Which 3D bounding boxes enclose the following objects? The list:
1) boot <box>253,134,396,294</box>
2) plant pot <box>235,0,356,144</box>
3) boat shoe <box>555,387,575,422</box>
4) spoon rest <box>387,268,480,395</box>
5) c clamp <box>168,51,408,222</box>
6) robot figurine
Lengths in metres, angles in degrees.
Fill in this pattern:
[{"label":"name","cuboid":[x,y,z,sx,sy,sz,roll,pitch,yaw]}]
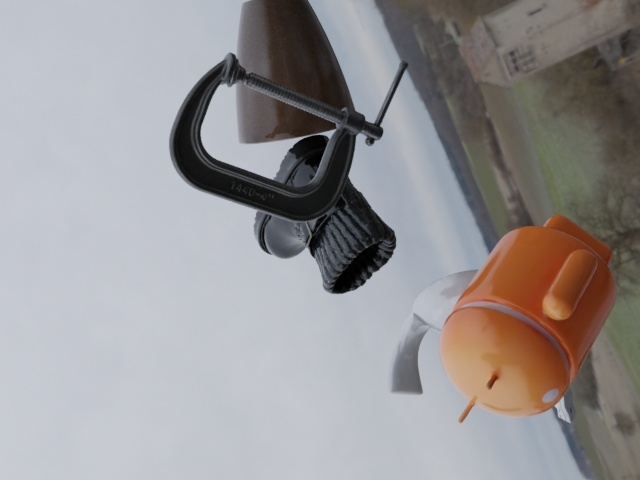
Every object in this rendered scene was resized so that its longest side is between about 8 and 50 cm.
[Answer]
[{"label":"boot","cuboid":[-0.003,0.001,1.398,0.260,0.131,0.348,58,151,23]},{"label":"plant pot","cuboid":[-0.059,-0.302,1.277,0.215,0.215,0.230,-71,-28,-75]},{"label":"boat shoe","cuboid":[0.437,0.294,1.339,0.035,0.035,0.100,-56,-42,-26]},{"label":"spoon rest","cuboid":[0.163,0.111,0.975,0.276,0.137,0.084,122,148,-47]},{"label":"c clamp","cuboid":[-0.025,-0.084,0.533,0.161,0.137,0.022,12,-169,-28]},{"label":"robot figurine","cuboid":[0.195,0.075,0.699,0.219,0.158,0.128,-48,-61,-31]}]
